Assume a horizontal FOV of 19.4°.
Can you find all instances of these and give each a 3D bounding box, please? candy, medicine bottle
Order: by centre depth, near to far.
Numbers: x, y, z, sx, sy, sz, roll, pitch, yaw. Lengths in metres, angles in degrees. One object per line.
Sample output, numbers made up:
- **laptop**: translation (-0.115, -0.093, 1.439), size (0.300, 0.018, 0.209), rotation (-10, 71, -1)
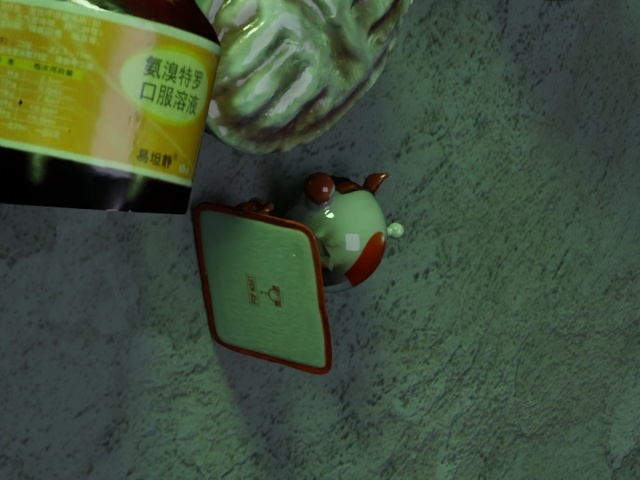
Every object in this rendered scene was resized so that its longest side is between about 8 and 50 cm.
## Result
- **medicine bottle**: translation (-0.201, -0.217, 1.631), size (0.242, 0.242, 0.395), rotation (5, 94, -50)
- **candy**: translation (-0.037, -0.220, 1.862), size (0.289, 0.157, 0.214), rotation (-48, 122, -14)

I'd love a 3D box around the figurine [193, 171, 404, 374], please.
- **figurine**: translation (0.000, 0.000, 2.022), size (0.226, 0.160, 0.183), rotation (-40, 133, -44)
